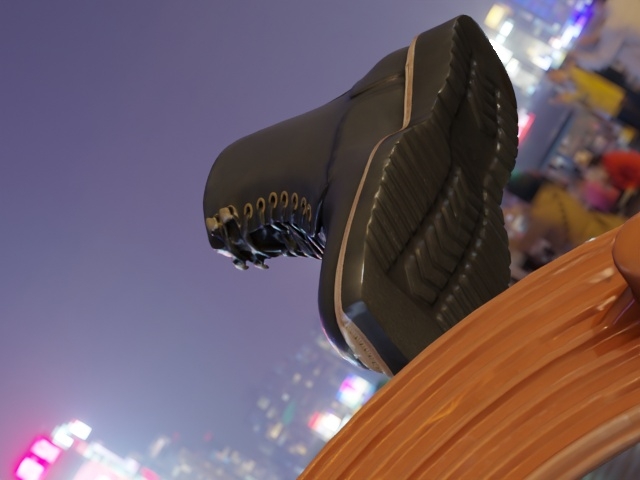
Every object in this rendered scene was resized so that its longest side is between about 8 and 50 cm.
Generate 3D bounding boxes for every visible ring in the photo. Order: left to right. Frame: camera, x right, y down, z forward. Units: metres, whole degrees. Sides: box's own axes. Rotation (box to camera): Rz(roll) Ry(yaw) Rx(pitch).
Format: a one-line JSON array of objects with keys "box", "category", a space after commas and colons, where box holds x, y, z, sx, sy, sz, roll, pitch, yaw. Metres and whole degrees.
[{"box": [0.081, 0.106, 0.247, 0.336, 0.032, 0.336, -25, 39, 22], "category": "ring"}]

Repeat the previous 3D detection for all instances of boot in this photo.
[{"box": [0.000, 0.000, 0.583, 0.137, 0.077, 0.198, -22, 22, 27], "category": "boot"}]
